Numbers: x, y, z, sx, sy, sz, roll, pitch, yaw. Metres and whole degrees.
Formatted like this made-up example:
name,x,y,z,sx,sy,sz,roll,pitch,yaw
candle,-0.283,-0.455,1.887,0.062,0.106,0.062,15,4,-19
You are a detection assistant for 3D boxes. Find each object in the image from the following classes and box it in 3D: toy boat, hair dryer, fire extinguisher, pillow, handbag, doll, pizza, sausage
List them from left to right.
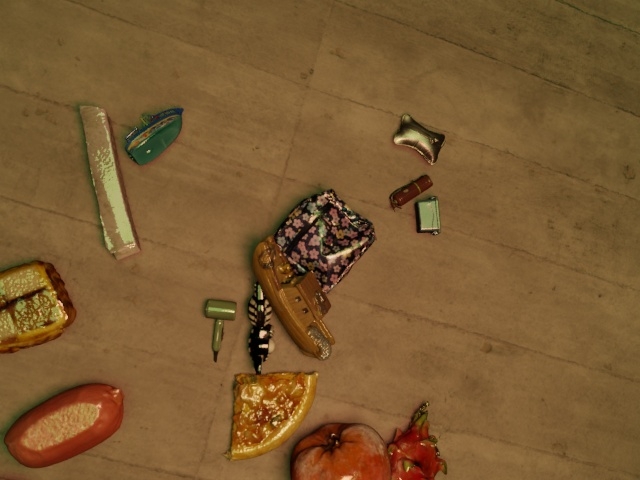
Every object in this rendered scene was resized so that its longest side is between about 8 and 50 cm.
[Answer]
name,x,y,z,sx,sy,sz,roll,pitch,yaw
sausage,-0.541,0.395,1.176,0.254,0.148,0.148,-27,91,-15
toy boat,-0.400,-0.268,1.300,0.175,0.091,0.110,-42,66,-15
hair dryer,-0.243,0.217,1.306,0.071,0.047,0.150,7,94,-9
doll,-0.140,0.207,1.296,0.067,0.091,0.220,1,86,-9
pizza,-0.131,0.390,1.297,0.292,0.058,0.197,-38,92,-12
toy boat,-0.053,0.133,1.270,0.321,0.121,0.089,62,35,-14
handbag,0.000,0.000,1.324,0.207,0.127,0.229,42,94,5
fire extinguisher,0.231,-0.125,1.429,0.132,0.039,0.056,-32,59,-12
pillow,0.263,-0.265,1.442,0.135,0.055,0.091,26,99,-6

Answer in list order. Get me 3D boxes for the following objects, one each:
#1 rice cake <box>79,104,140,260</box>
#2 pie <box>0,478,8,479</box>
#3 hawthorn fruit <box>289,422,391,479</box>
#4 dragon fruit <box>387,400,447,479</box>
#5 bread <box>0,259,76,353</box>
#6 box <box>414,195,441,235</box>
name,x,y,z,sx,sy,sz,roll,pitch,yaw
rice cake,-0.492,-0.135,1.273,0.072,0.056,0.365,-14,88,-7
pie,-0.681,0.623,1.168,0.185,0.052,0.218,35,81,-12
hawthorn fruit,0.040,0.541,1.231,0.234,0.231,0.263,9,82,16
dragon fruit,0.234,0.506,1.320,0.135,0.137,0.236,42,69,-32
bread,-0.667,0.151,1.193,0.222,0.096,0.182,-21,87,-12
box,0.276,-0.062,1.419,0.054,0.074,0.100,-5,86,2
